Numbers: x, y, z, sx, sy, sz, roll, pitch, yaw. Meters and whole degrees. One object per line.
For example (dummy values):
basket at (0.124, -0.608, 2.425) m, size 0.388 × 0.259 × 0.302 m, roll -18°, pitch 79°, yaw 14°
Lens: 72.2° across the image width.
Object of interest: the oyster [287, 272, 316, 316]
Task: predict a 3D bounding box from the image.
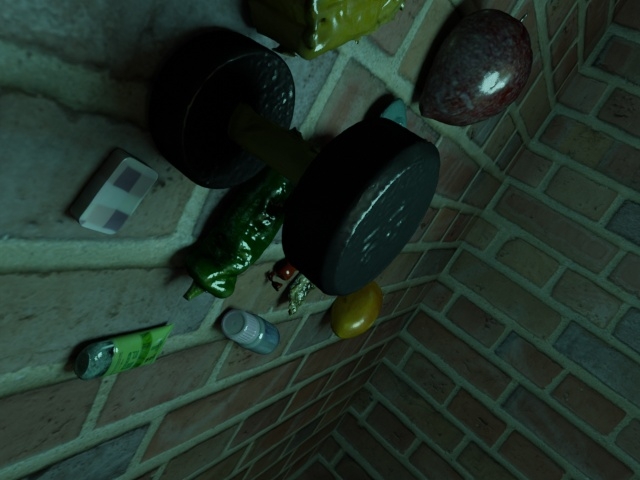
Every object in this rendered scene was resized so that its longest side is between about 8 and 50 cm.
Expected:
oyster at (-0.044, 0.128, 1.168) m, size 0.166 × 0.053 × 0.108 m, roll -53°, pitch 167°, yaw -17°

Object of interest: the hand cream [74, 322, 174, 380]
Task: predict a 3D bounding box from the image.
hand cream at (-0.332, 0.193, 0.756) m, size 0.095 × 0.046 × 0.175 m, roll -60°, pitch 156°, yaw 11°

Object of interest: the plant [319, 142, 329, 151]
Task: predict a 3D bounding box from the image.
plant at (0.027, -0.070, 0.789) m, size 0.275 × 0.146 × 0.149 m, roll -82°, pitch 157°, yaw -55°

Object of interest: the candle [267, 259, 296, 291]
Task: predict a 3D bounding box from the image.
candle at (0.000, 0.000, 1.078) m, size 0.329 × 0.048 × 0.051 m, roll -41°, pitch 166°, yaw -26°

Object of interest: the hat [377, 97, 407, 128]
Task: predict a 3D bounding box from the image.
hat at (0.143, -0.227, 0.996) m, size 0.138 × 0.077 × 0.191 m, roll -41°, pitch 136°, yaw -41°

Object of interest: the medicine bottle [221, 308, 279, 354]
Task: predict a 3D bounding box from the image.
medicine bottle at (-0.162, 0.216, 1.035) m, size 0.083 × 0.083 × 0.203 m, roll -48°, pitch 156°, yaw -9°

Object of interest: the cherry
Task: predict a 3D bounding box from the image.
cherry at (0.356, -0.383, 1.007) m, size 0.300 × 0.203 × 0.230 m, roll -42°, pitch 159°, yaw 11°

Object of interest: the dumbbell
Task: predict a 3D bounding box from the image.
dumbbell at (-0.038, -0.102, 0.542) m, size 0.203 × 0.322 × 0.204 m, roll -40°, pitch 153°, yaw -25°

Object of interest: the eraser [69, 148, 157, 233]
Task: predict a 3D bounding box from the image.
eraser at (-0.263, -0.061, 0.563) m, size 0.105 × 0.026 × 0.065 m, roll -54°, pitch 158°, yaw 2°

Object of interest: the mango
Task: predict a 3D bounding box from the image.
mango at (0.121, 0.232, 1.486) m, size 0.252 × 0.153 × 0.126 m, roll -49°, pitch 152°, yaw -40°

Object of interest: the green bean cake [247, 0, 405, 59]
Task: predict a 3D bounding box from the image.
green bean cake at (0.019, -0.358, 0.530) m, size 0.224 × 0.131 × 0.230 m, roll -39°, pitch 152°, yaw -27°

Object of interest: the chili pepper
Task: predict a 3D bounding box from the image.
chili pepper at (-0.143, -0.003, 0.769) m, size 0.270 × 0.099 × 0.136 m, roll -55°, pitch -178°, yaw -10°
